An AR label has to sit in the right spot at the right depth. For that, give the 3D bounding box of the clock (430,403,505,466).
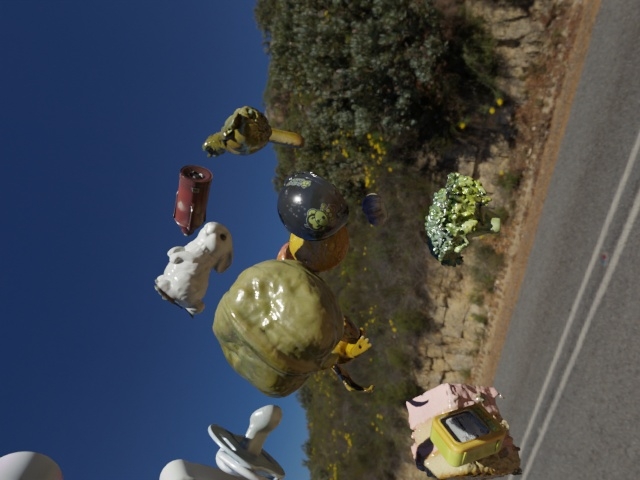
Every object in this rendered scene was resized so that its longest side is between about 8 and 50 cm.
[{"bbox_3d":[0.467,0.617,1.306,0.143,0.202,0.096,-131,37,-56],"label":"clock"}]

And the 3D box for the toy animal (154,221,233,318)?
[{"bbox_3d":[-0.479,0.099,1.634,0.357,0.194,0.258,-47,-60,-11],"label":"toy animal"}]

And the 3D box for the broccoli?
[{"bbox_3d":[0.500,-0.082,1.523,0.334,0.272,0.324,53,-167,-72],"label":"broccoli"}]

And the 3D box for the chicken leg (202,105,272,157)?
[{"bbox_3d":[-0.317,-0.370,1.468,0.201,0.429,0.153,-43,-65,-28],"label":"chicken leg"}]

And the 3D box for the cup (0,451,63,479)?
[{"bbox_3d":[-0.956,0.845,1.219,0.371,0.253,0.253,-161,80,-71],"label":"cup"}]

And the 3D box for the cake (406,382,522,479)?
[{"bbox_3d":[0.518,0.730,1.541,0.293,0.314,0.307,-43,39,40],"label":"cake"}]

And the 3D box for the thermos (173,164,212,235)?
[{"bbox_3d":[-0.397,-0.106,1.261,0.124,0.099,0.232,-113,36,-48],"label":"thermos"}]

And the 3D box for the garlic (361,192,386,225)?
[{"bbox_3d":[0.234,-0.133,1.797,0.159,0.102,0.147,44,-154,-79],"label":"garlic"}]

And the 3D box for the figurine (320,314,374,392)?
[{"bbox_3d":[0.005,0.389,1.547,0.387,0.401,0.268,134,154,-72],"label":"figurine"}]

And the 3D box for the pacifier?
[{"bbox_3d":[-0.172,0.561,1.145,0.207,0.227,0.279,-57,-45,-18],"label":"pacifier"}]

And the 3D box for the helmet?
[{"bbox_3d":[-0.051,-0.094,1.332,0.160,0.279,0.230,-52,-46,-30],"label":"helmet"}]

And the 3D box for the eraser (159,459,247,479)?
[{"bbox_3d":[-0.375,0.822,1.256,0.150,0.331,0.331,-3,74,61],"label":"eraser"}]

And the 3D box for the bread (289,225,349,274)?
[{"bbox_3d":[0.000,-0.002,1.549,0.139,0.240,0.240,-37,-44,-74],"label":"bread"}]

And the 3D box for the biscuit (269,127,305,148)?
[{"bbox_3d":[-0.206,-0.427,1.666,0.237,0.290,0.062,-102,23,-77],"label":"biscuit"}]

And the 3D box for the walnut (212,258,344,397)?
[{"bbox_3d":[-0.097,0.190,0.928,0.282,0.277,0.253,-41,-19,-8],"label":"walnut"}]

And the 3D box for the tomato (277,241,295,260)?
[{"bbox_3d":[-0.132,0.123,2.052,0.236,0.095,0.237,28,-128,-44],"label":"tomato"}]
